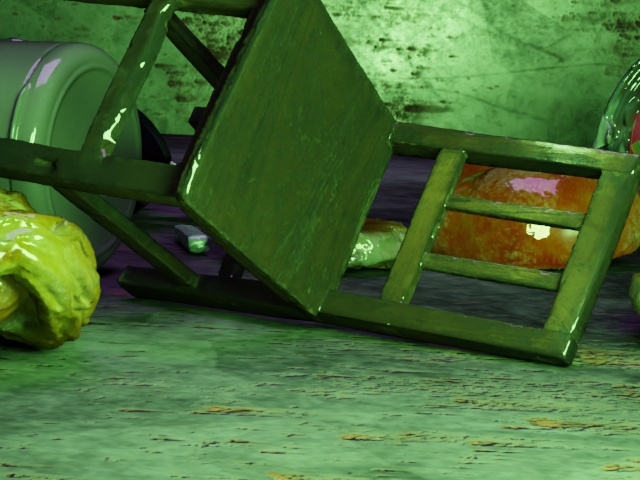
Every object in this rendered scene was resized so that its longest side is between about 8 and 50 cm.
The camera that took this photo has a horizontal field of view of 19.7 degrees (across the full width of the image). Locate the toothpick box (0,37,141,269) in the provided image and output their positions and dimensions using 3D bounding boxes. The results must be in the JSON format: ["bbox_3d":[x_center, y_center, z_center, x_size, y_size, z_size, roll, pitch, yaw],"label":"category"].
[{"bbox_3d":[-0.340,-0.091,1.677,0.316,0.229,0.229,5,7,22],"label":"toothpick box"}]

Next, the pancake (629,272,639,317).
[{"bbox_3d":[0.436,0.056,1.401,0.382,0.071,0.382,3,6,0],"label":"pancake"}]

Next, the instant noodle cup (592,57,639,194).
[{"bbox_3d":[0.462,-0.094,2.057,0.302,0.258,0.181,-37,26,0],"label":"instant noodle cup"}]

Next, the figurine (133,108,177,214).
[{"bbox_3d":[-0.256,-0.094,2.103,0.309,0.143,0.308,1,4,0],"label":"figurine"}]

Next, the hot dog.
[{"bbox_3d":[-0.243,0.023,1.256,0.175,0.114,0.259,5,6,-18],"label":"hot dog"}]

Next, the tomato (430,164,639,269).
[{"bbox_3d":[0.216,-0.041,1.910,0.237,0.095,0.237,-2,13,0],"label":"tomato"}]

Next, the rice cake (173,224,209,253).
[{"bbox_3d":[-0.132,-0.002,1.884,0.022,0.021,0.121,-4,6,-12],"label":"rice cake"}]

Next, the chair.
[{"bbox_3d":[-0.012,-0.062,1.366,0.416,0.203,0.240,7,-27,35],"label":"chair"}]

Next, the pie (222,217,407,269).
[{"bbox_3d":[0.000,0.000,1.809,0.195,0.046,0.195,3,6,0],"label":"pie"}]
